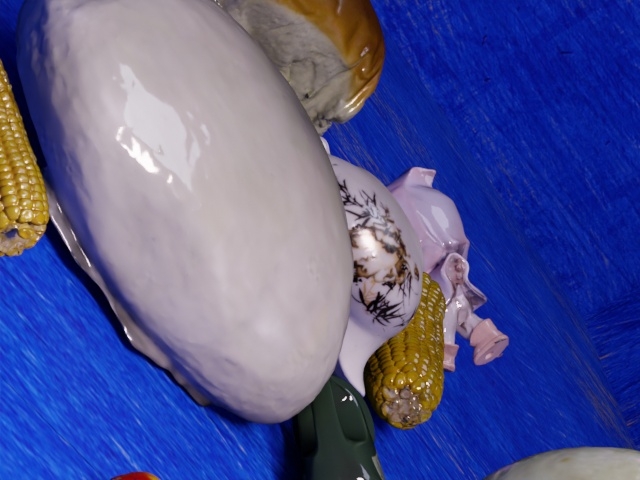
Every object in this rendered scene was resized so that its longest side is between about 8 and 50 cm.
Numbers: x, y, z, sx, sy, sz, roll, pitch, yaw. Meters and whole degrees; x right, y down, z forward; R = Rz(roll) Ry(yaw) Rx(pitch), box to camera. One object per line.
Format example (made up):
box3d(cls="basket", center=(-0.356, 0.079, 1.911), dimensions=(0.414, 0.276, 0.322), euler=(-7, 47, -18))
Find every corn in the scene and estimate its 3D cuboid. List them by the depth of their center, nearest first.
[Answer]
box3d(cls="corn", center=(-0.239, -0.081, 1.373), dimensions=(0.207, 0.068, 0.068), euler=(65, 12, 24))
box3d(cls="corn", center=(0.089, 0.123, 2.219), dimensions=(0.102, 0.102, 0.313), euler=(57, 16, -16))

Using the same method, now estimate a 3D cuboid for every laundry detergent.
box3d(cls="laundry detergent", center=(0.016, 0.183, 1.763), dimensions=(0.222, 0.078, 0.144), euler=(-101, 175, -55))

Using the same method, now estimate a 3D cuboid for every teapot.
box3d(cls="teapot", center=(0.000, 0.000, 2.053), dimensions=(0.300, 0.166, 0.208), euler=(49, -5, -7))

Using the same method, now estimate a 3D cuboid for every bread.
box3d(cls="bread", center=(-0.070, -0.251, 2.121), dimensions=(0.279, 0.225, 0.250), euler=(42, 20, -45))

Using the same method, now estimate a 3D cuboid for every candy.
box3d(cls="candy", center=(-0.104, -0.061, 1.644), dimensions=(0.427, 0.186, 0.386), euler=(40, 27, -56))

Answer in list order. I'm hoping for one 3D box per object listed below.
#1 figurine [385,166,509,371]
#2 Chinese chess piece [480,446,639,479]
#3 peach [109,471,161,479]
box3d(cls="figurine", center=(0.137, 0.038, 2.528), dimensions=(0.276, 0.133, 0.200), euler=(66, 9, 21))
box3d(cls="Chinese chess piece", center=(0.240, 0.345, 1.686), dimensions=(0.349, 0.349, 0.146), euler=(57, 28, -16))
box3d(cls="peach", center=(-0.112, 0.191, 1.306), dimensions=(0.083, 0.050, 0.077), euler=(66, 14, 11))
